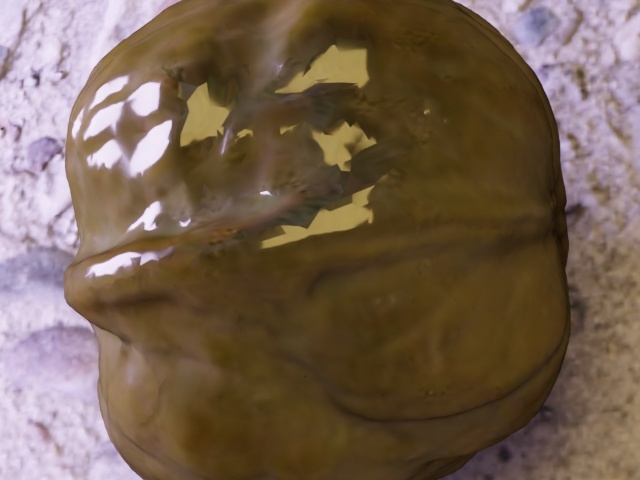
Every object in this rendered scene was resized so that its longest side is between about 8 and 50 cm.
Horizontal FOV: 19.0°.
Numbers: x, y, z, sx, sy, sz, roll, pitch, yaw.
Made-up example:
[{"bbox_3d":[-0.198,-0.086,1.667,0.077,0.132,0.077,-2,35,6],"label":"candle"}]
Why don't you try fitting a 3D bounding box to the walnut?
[{"bbox_3d":[0.001,0.002,1.018,0.277,0.282,0.253,-11,26,19],"label":"walnut"}]
